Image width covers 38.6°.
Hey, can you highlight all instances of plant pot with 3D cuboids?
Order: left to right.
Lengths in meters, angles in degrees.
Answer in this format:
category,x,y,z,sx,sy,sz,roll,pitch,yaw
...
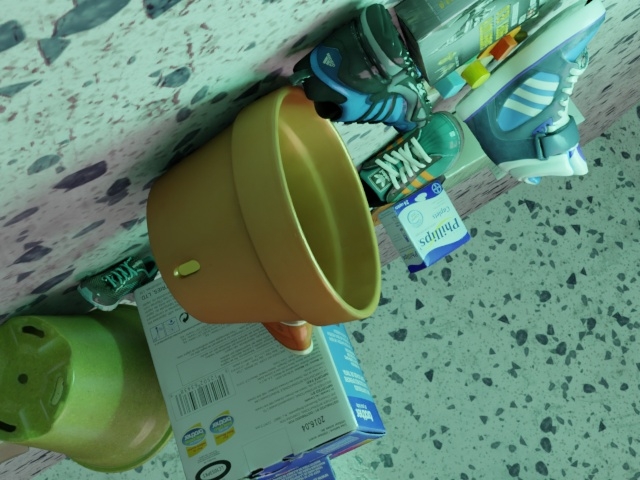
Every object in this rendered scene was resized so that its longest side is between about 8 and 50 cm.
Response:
category,x,y,z,sx,sy,sz,roll,pitch,yaw
plant pot,-0.380,0.217,1.392,0.276,0.276,0.254,-35,160,10
plant pot,-0.074,-0.017,1.119,0.204,0.290,0.291,-19,176,19

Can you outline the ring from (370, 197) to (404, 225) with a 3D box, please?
category,x,y,z,sx,sy,sz,roll,pitch,yaw
ring,0.243,-0.135,2.277,0.337,0.032,0.336,-31,171,-6

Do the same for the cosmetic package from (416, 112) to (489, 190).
category,x,y,z,sx,sy,sz,roll,pitch,yaw
cosmetic package,0.330,-0.216,1.883,0.309,0.113,0.160,-29,171,-17

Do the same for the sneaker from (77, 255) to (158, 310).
category,x,y,z,sx,sy,sz,roll,pitch,yaw
sneaker,-0.301,0.056,1.383,0.076,0.065,0.166,-53,168,18

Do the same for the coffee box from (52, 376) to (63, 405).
category,x,y,z,sx,sy,sz,roll,pitch,yaw
coffee box,-0.397,0.263,1.758,0.297,0.168,0.119,-29,170,-18

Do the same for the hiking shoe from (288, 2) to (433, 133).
category,x,y,z,sx,sy,sz,roll,pitch,yaw
hiking shoe,0.054,-0.196,1.134,0.132,0.113,0.304,-24,164,10

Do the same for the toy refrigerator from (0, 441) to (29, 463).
category,x,y,z,sx,sy,sz,roll,pitch,yaw
toy refrigerator,-0.634,0.369,1.760,0.102,0.094,0.269,-22,167,-19

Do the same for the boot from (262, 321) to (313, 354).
category,x,y,z,sx,sy,sz,roll,pitch,yaw
boot,-0.068,0.099,1.240,0.059,0.158,0.084,-33,132,-26

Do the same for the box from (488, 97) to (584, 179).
category,x,y,z,sx,sy,sz,roll,pitch,yaw
box,0.491,-0.260,2.173,0.181,0.119,0.182,-28,170,-28

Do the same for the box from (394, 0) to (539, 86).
category,x,y,z,sx,sy,sz,roll,pitch,yaw
box,0.195,-0.296,1.180,0.183,0.056,0.231,-34,171,6

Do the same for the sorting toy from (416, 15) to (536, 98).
category,x,y,z,sx,sy,sz,roll,pitch,yaw
sorting toy,0.241,-0.281,1.444,0.348,0.047,0.196,-26,168,-40

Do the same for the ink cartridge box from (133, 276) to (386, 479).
category,x,y,z,sx,sy,sz,roll,pitch,yaw
ink cartridge box,-0.084,0.207,1.334,0.270,0.395,0.151,-26,157,14

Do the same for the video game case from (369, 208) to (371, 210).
category,x,y,z,sx,sy,sz,roll,pitch,yaw
video game case,0.000,0.000,2.169,0.206,0.026,0.227,-28,169,-30

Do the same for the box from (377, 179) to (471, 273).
category,x,y,z,sx,sy,sz,roll,pitch,yaw
box,0.202,-0.027,1.778,0.126,0.137,0.072,-31,-178,-27

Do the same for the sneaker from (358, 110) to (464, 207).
category,x,y,z,sx,sy,sz,roll,pitch,yaw
sneaker,0.155,-0.134,1.729,0.121,0.108,0.302,-32,173,-35

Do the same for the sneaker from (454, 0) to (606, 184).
category,x,y,z,sx,sy,sz,roll,pitch,yaw
sneaker,0.407,-0.230,1.544,0.323,0.236,0.130,-39,-173,39
